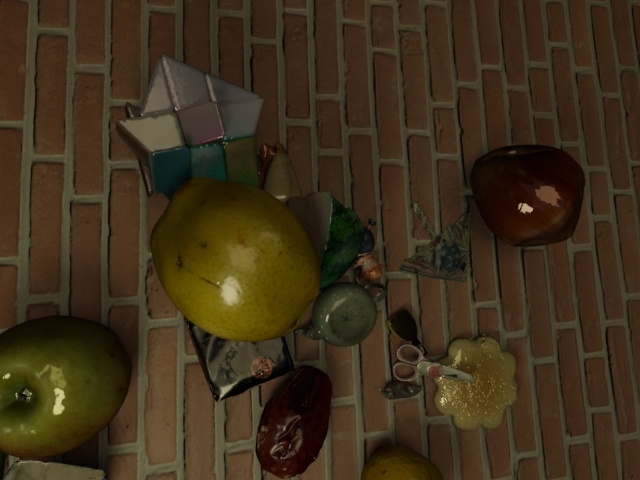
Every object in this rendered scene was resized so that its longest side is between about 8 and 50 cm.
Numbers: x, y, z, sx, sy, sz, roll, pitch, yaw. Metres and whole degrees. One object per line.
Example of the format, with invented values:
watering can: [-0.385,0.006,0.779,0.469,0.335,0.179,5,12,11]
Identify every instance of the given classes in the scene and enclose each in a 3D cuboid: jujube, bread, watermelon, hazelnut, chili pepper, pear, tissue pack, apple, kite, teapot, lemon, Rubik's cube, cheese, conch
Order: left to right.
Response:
apple: [-0.632,0.345,1.081,0.339,0.305,0.338,2,83,-13]
tissue pack: [-0.619,0.633,1.060,0.209,0.269,0.137,13,38,-13]
Rubik's cube: [-0.334,-0.270,1.216,0.387,0.358,0.368,19,82,-21]
tissue pack: [-0.235,0.253,1.277,0.245,0.123,0.332,-17,86,-17]
pear: [-0.197,0.050,1.074,0.418,0.362,0.362,38,76,2]
conch: [-0.130,-0.171,1.376,0.158,0.127,0.255,-6,59,15]
jujube: [-0.065,0.493,1.250,0.197,0.197,0.290,30,61,-7]
watermelon: [0.021,0.019,1.263,0.222,0.292,0.319,-3,99,-36]
teapot: [0.067,0.212,1.339,0.294,0.129,0.193,-33,110,-10]
chili pepper: [0.244,0.460,1.400,0.153,0.041,0.050,4,102,-28]
lemon: [0.229,0.693,1.256,0.229,0.253,0.228,1,88,-25]
cheese: [0.283,0.296,1.432,0.086,0.036,0.162,-36,91,-17]
kite: [0.390,0.013,1.508,0.335,0.011,0.314,-35,91,-15]
bread: [0.499,0.453,1.453,0.316,0.054,0.316,2,84,-13]
hazelnut: [0.643,-0.148,1.434,0.372,0.372,0.315,22,121,-9]

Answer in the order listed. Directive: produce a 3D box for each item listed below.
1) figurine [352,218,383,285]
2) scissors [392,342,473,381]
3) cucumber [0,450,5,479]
figurine: [0.135,0.031,1.403,0.111,0.102,0.195,-21,84,-37]
scissors: [0.347,0.393,1.397,0.242,0.030,0.118,12,97,7]
cucumber: [-0.825,0.605,1.127,0.069,0.069,0.227,5,78,-12]
